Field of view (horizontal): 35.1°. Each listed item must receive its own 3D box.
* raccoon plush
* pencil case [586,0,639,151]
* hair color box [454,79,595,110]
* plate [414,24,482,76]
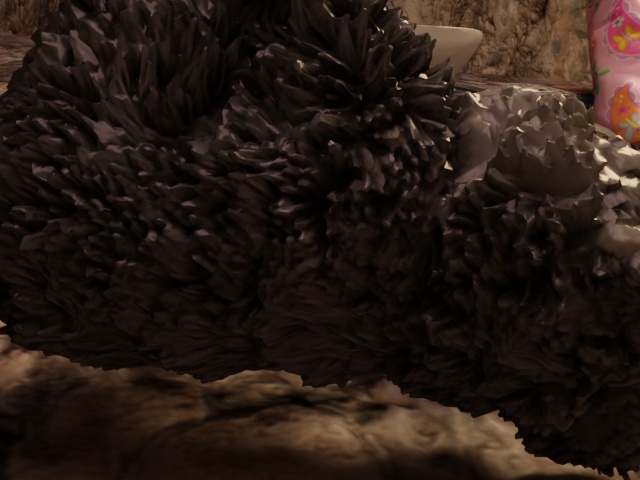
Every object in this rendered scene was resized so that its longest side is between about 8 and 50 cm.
[{"bbox_3d":[-0.036,0.055,0.460,0.299,0.446,0.216,46,-11,24],"label":"raccoon plush"},{"bbox_3d":[0.411,-0.212,1.317,0.124,0.284,0.124,2,-27,1],"label":"pencil case"},{"bbox_3d":[0.359,-0.168,1.458,0.347,0.105,0.174,-1,16,-24],"label":"hair color box"},{"bbox_3d":[0.039,-0.187,1.315,0.277,0.045,0.278,0,-24,-17],"label":"plate"}]
